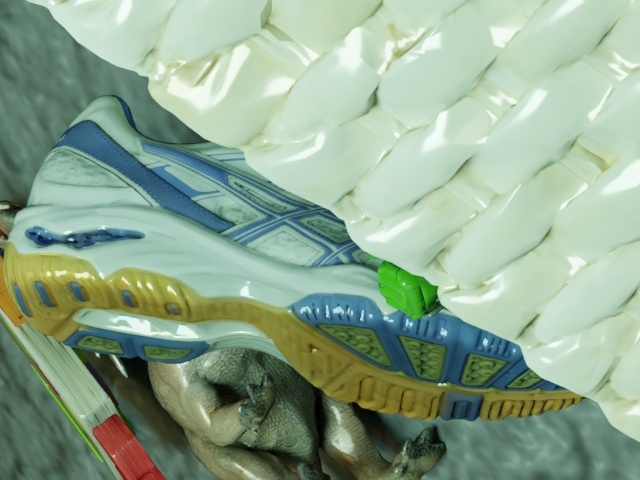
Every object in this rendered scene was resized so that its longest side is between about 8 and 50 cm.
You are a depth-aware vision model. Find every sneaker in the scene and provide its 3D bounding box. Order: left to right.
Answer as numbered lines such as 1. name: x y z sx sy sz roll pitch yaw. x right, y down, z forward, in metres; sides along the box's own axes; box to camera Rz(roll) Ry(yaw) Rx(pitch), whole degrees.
1. sneaker: 0.000 0.000 0.930 0.296 0.131 0.112 13 151 0

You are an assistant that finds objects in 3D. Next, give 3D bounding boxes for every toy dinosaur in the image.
1. toy dinosaur: -0.057 0.076 1.080 0.200 0.127 0.296 4 125 47

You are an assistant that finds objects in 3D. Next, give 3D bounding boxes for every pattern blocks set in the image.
1. pattern blocks set: -0.170 0.071 1.199 0.325 0.026 0.285 51 169 13

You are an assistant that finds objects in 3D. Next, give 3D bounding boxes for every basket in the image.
1. basket: 0.105 -0.171 0.465 0.328 0.266 0.331 35 140 -9

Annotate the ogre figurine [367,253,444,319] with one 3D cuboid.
1. ogre figurine: 0.071 -0.069 0.811 0.097 0.118 0.197 10 127 40
